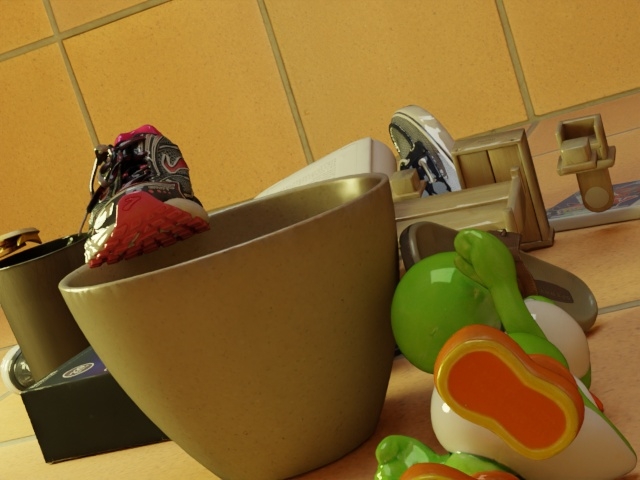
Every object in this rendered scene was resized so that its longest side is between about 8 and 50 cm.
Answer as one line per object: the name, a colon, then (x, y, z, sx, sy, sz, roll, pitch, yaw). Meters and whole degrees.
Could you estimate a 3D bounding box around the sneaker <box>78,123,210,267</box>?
sneaker: (-0.181, -0.046, 1.124, 0.121, 0.112, 0.299, -19, 9, -5)

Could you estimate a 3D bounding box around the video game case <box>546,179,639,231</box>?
video game case: (0.444, -0.058, 1.777, 0.201, 0.023, 0.183, -11, 11, 42)

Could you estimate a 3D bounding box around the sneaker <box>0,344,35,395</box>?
sneaker: (-0.358, 0.160, 1.823, 0.153, 0.101, 0.269, -8, 19, 46)

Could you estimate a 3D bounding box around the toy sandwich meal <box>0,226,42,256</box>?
toy sandwich meal: (-0.442, 0.006, 1.673, 0.086, 0.029, 0.085, -19, -3, -1)

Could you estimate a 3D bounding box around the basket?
basket: (-0.358, 0.120, 1.629, 0.154, 0.226, 0.204, -20, 8, -9)

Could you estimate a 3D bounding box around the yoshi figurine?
yoshi figurine: (0.115, 0.101, 0.921, 0.204, 0.203, 0.362, -23, 4, 16)

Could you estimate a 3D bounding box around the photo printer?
photo printer: (0.000, 0.000, 1.720, 0.256, 0.107, 0.307, -28, 29, 20)

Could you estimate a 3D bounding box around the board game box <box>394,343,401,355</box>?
board game box: (0.062, 0.098, 1.460, 0.194, 0.060, 0.194, -23, 11, -28)

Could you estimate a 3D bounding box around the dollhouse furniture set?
dollhouse furniture set: (0.239, 0.000, 1.535, 0.303, 0.173, 0.355, -11, 24, 21)

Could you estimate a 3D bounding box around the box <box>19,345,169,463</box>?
box: (-0.222, 0.171, 1.463, 0.184, 0.103, 0.261, -17, 8, 22)

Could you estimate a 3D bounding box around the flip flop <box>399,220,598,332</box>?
flip flop: (0.188, 0.033, 1.154, 0.277, 0.112, 0.080, 15, -41, -34)

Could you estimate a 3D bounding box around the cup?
cup: (-0.058, 0.096, 1.134, 0.331, 0.236, 0.331, -18, 8, 3)

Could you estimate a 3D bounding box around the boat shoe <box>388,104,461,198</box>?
boat shoe: (0.153, -0.091, 1.858, 0.158, 0.127, 0.340, -26, 40, -9)
